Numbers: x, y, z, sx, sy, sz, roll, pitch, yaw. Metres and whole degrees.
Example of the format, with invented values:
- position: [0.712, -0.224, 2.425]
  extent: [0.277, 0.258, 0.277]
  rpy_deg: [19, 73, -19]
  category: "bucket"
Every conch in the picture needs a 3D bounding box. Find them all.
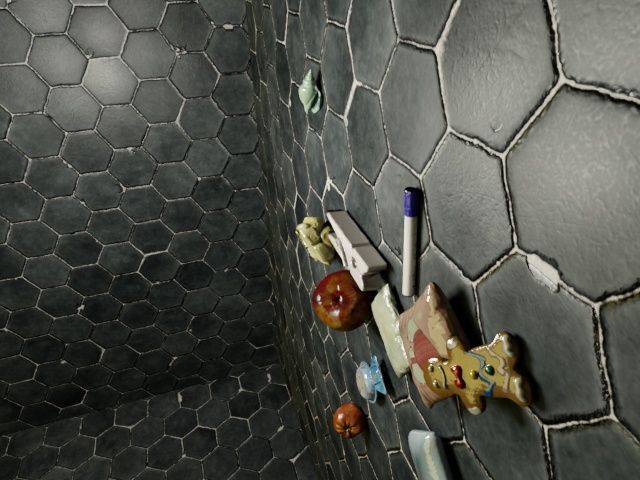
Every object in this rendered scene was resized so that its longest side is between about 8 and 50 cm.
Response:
- position: [-0.027, -0.492, 1.436]
  extent: [0.065, 0.088, 0.180]
  rpy_deg: [-59, -17, -31]
  category: "conch"

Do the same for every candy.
- position: [0.270, 0.550, 1.034]
  extent: [0.138, 0.071, 0.174]
  rpy_deg: [117, 139, -66]
  category: "candy"

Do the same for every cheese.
- position: [0.162, 0.455, 1.396]
  extent: [0.244, 0.052, 0.135]
  rpy_deg: [110, 146, -62]
  category: "cheese"

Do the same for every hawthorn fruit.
- position: [0.104, 0.676, 1.630]
  extent: [0.140, 0.125, 0.125]
  rpy_deg: [-125, 28, -52]
  category: "hawthorn fruit"

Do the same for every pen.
- position: [0.203, 0.010, 0.978]
  extent: [0.033, 0.033, 0.268]
  rpy_deg: [-129, 32, -60]
  category: "pen"

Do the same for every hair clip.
- position: [0.094, 0.023, 1.275]
  extent: [0.330, 0.085, 0.101]
  rpy_deg: [-117, 31, -56]
  category: "hair clip"

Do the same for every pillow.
- position: [0.194, 0.241, 1.145]
  extent: [0.148, 0.050, 0.229]
  rpy_deg: [113, 147, -54]
  category: "pillow"
- position: [0.238, 0.226, 0.899]
  extent: [0.236, 0.084, 0.223]
  rpy_deg: [109, 145, -59]
  category: "pillow"

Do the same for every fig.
- position: [0.059, 0.213, 1.367]
  extent: [0.290, 0.191, 0.190]
  rpy_deg: [113, 144, -61]
  category: "fig"

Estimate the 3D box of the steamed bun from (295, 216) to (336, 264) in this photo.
- position: [0.000, 0.000, 1.558]
  extent: [0.192, 0.106, 0.177]
  rpy_deg: [51, 171, 13]
  category: "steamed bun"

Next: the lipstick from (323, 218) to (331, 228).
- position: [0.040, -0.070, 1.525]
  extent: [0.176, 0.027, 0.027]
  rpy_deg: [145, 113, -73]
  category: "lipstick"

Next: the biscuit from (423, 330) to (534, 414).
- position: [0.264, 0.238, 0.760]
  extent: [0.205, 0.031, 0.138]
  rpy_deg: [-25, 76, 48]
  category: "biscuit"
